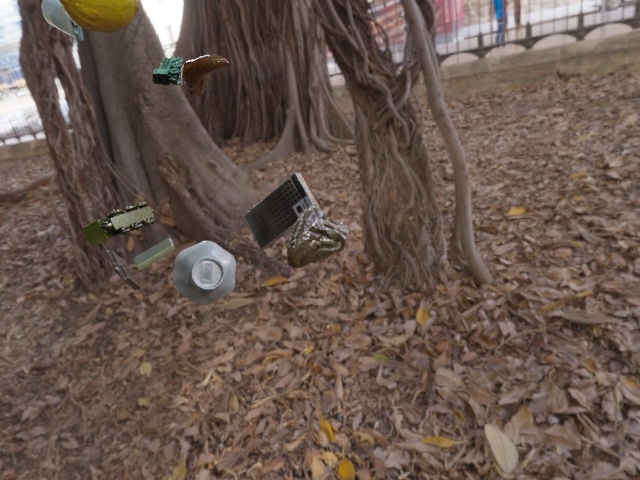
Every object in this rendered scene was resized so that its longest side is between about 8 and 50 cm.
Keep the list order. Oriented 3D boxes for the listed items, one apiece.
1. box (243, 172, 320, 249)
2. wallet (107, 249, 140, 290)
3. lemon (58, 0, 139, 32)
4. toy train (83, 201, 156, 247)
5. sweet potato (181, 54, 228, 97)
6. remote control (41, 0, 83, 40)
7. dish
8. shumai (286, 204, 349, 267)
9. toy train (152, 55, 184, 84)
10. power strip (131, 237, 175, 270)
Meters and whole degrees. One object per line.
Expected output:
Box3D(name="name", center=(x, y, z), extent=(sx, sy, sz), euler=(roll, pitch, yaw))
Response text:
Box3D(name="box", center=(-0.170, -0.121, 1.933), extent=(0.325, 0.180, 0.047), euler=(-35, -16, 24))
Box3D(name="wallet", center=(-0.719, 0.108, 1.661), extent=(0.039, 0.118, 0.152), euler=(-34, 64, -13))
Box3D(name="lemon", center=(-0.596, -0.649, 1.220), extent=(0.193, 0.180, 0.181), euler=(-40, 33, -22))
Box3D(name="toy train", center=(-0.661, -0.059, 1.529), extent=(0.137, 0.090, 0.225), euler=(-21, 7, 24))
Box3D(name="sweet potato", center=(-0.283, -0.376, 1.050), extent=(0.078, 0.058, 0.255), euler=(8, -4, -27))
Box3D(name="remote control", center=(-0.929, -0.797, 1.633), extent=(0.051, 0.103, 0.293), euler=(-27, 46, -37))
Box3D(name="dish", center=(-0.327, 0.094, 1.310), extent=(0.191, 0.190, 0.066), euler=(-22, 5, -21))
Box3D(name="shumai", center=(0.000, -0.004, 1.616), extent=(0.185, 0.184, 0.218), euler=(13, 53, 27))
Box3D(name="toy train", center=(-0.624, -0.705, 1.891), extent=(0.111, 0.071, 0.170), euler=(3, 49, -5))
Box3D(name="power strip", center=(-0.612, 0.053, 1.666), extent=(0.169, 0.028, 0.076), euler=(-32, 37, -8))
